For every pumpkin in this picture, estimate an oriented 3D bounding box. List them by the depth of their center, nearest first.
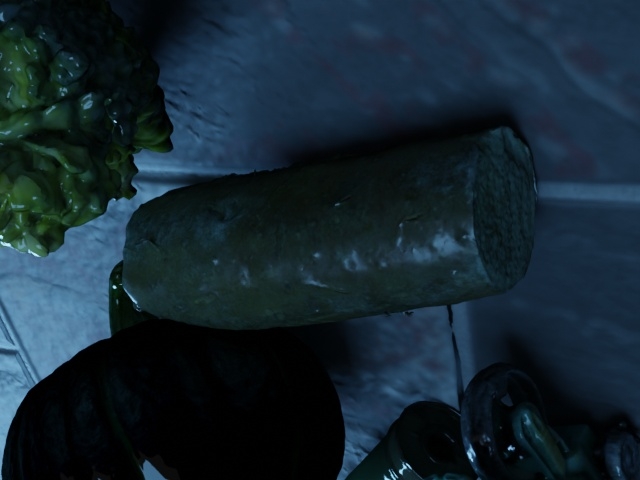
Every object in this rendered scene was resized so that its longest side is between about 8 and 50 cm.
[{"bbox_3d":[-0.112,0.127,0.663,0.248,0.248,0.248,13,131,15],"label":"pumpkin"}]

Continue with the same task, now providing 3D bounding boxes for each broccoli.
[{"bbox_3d":[-0.203,-0.051,0.502,0.263,0.243,0.247,36,178,23],"label":"broccoli"}]

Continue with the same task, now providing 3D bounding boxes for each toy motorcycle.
[{"bbox_3d":[0.162,0.228,0.608,0.109,0.198,0.296,-17,117,40],"label":"toy motorcycle"}]

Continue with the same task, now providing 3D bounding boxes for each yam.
[{"bbox_3d":[0.000,0.000,0.559,0.259,0.106,0.106,-9,123,31],"label":"yam"}]

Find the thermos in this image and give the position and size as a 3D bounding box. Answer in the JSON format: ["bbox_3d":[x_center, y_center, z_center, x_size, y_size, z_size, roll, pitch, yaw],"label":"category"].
[{"bbox_3d":[0.059,0.209,0.726,0.083,0.073,0.188,36,135,4],"label":"thermos"}]
